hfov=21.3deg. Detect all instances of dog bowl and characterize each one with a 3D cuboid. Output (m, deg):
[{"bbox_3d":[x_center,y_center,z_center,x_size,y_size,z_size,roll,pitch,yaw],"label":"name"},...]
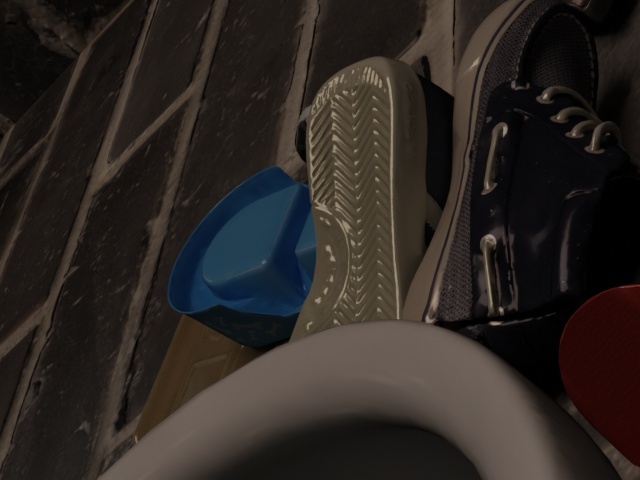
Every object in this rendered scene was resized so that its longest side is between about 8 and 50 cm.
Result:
[{"bbox_3d":[0.000,0.000,1.434,0.297,0.074,0.166,-22,35,40],"label":"dog bowl"}]

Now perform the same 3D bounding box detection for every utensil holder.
[{"bbox_3d":[0.078,0.259,0.423,0.327,0.385,0.327,-45,21,22],"label":"utensil holder"}]

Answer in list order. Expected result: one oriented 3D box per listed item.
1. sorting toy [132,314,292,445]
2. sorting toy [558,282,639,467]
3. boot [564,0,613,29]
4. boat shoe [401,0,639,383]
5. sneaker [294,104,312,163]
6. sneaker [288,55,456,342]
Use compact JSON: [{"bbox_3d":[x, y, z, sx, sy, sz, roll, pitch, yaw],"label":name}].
[{"bbox_3d":[-0.072,0.120,1.513,0.229,0.041,0.307,-28,31,41],"label":"sorting toy"},{"bbox_3d":[0.265,-0.026,0.864,0.126,0.127,0.365,-41,-11,-48],"label":"sorting toy"},{"bbox_3d":[0.226,-0.280,1.452,0.229,0.091,0.263,-59,14,1],"label":"boot"},{"bbox_3d":[0.171,-0.049,1.158,0.158,0.127,0.341,-21,44,45],"label":"boat shoe"},{"bbox_3d":[0.019,-0.086,1.613,0.178,0.072,0.077,-17,50,67],"label":"sneaker"},{"bbox_3d":[0.067,0.049,1.224,0.131,0.148,0.350,-6,73,47],"label":"sneaker"}]
